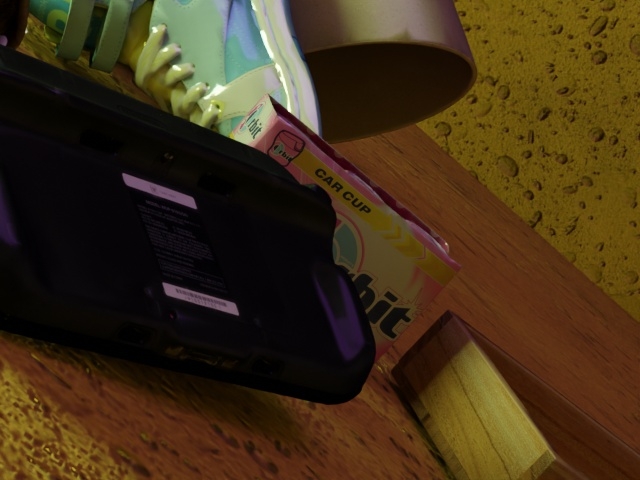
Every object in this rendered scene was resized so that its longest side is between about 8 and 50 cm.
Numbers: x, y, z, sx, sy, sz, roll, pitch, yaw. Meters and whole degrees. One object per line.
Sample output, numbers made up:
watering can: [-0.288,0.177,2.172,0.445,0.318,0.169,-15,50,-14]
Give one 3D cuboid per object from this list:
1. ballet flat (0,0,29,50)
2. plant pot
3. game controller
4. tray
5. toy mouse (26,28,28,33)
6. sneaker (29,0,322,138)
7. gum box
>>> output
ballet flat: [-0.234,-0.142,0.855,0.124,0.116,0.342,61,5,-2]
plant pot: [-0.002,-0.259,1.450,0.256,0.257,0.274,24,55,-62]
game controller: [-0.088,-0.005,0.796,0.319,0.067,0.166,19,47,-49]
tray: [0.242,0.226,1.169,0.411,0.076,0.203,36,12,-29]
toy mouse: [-0.286,-0.205,1.077,0.143,0.031,0.161,34,12,-41]
sneaker: [-0.122,-0.130,1.214,0.208,0.127,0.319,-2,63,-23]
gum box: [0.000,0.000,1.090,0.188,0.107,0.062,39,10,-21]
